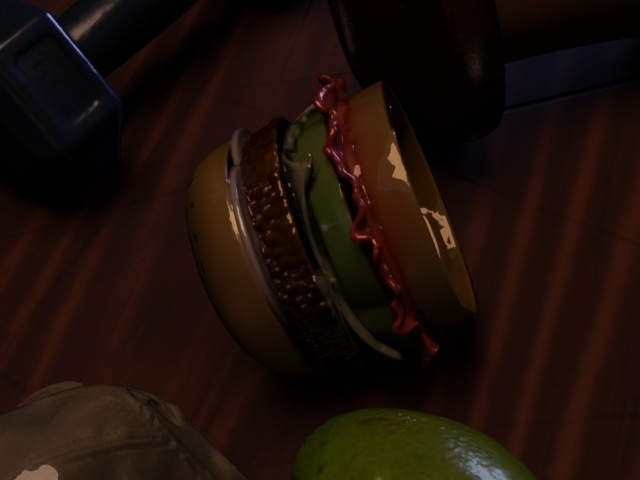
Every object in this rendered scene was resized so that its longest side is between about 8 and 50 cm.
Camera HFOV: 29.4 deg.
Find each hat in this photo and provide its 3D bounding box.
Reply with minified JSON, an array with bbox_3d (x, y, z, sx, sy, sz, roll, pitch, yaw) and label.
[{"bbox_3d":[-0.120,0.158,0.556,0.214,0.149,0.245,-33,7,-14],"label":"hat"}]

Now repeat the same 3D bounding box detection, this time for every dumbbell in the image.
[{"bbox_3d":[-0.132,-0.178,0.895,0.160,0.144,0.325,26,62,34],"label":"dumbbell"}]

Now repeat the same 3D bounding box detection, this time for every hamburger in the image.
[{"bbox_3d":[0.000,-0.002,0.673,0.137,0.175,0.175,-19,45,11],"label":"hamburger"}]

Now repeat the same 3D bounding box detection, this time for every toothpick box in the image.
[{"bbox_3d":[0.149,-0.181,0.771,0.294,0.192,0.192,-18,45,-4],"label":"toothpick box"}]

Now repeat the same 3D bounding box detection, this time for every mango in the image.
[{"bbox_3d":[0.044,0.139,0.567,0.119,0.100,0.178,-36,38,-11],"label":"mango"}]
